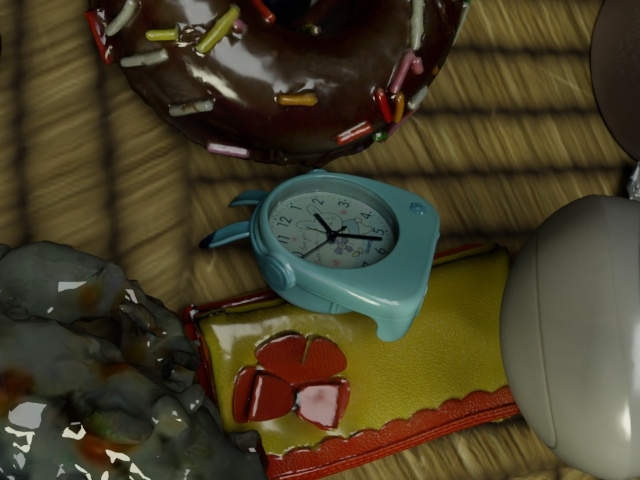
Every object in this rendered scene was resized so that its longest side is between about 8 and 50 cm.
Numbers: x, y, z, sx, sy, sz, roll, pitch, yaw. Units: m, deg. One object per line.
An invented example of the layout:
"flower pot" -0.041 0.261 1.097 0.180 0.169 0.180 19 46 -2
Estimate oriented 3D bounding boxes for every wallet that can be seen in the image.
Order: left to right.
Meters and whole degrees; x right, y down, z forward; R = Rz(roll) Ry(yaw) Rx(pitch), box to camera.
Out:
"wallet" 0.035 0.089 0.501 0.241 0.067 0.141 -12 96 -21

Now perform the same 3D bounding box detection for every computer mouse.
"computer mouse" 0.195 0.075 0.496 0.121 0.297 0.184 -10 79 22

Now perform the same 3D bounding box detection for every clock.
"clock" 0.000 -0.001 0.464 0.147 0.045 0.108 17 44 6

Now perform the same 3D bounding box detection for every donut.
"donut" -0.019 -0.178 0.462 0.269 0.103 0.270 1 88 -21

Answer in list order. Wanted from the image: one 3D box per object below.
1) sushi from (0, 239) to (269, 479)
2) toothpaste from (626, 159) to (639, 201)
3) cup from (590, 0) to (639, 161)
"sushi" -0.204 0.187 0.349 0.417 0.176 0.418 0 90 -18
"toothpaste" 0.362 0.013 0.635 0.248 0.047 0.078 25 82 -17
"cup" 0.370 -0.179 0.554 0.191 0.200 0.253 38 77 -16
